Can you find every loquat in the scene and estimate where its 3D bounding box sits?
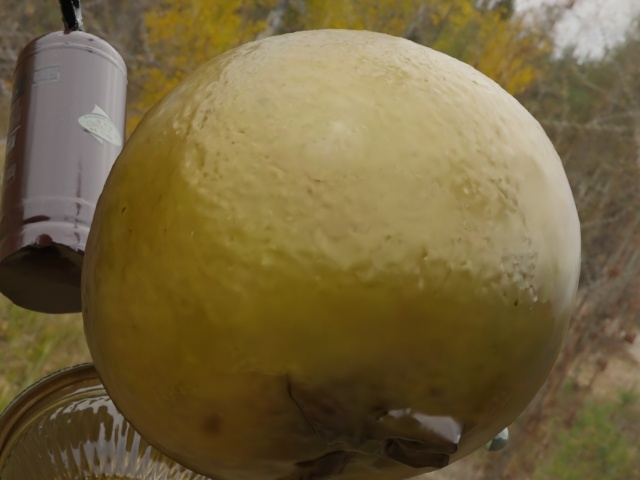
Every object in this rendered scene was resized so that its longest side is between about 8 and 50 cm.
[{"bbox_3d":[0.000,0.000,0.803,0.328,0.328,0.359,23,38,-40],"label":"loquat"}]

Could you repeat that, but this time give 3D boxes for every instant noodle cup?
[{"bbox_3d":[-0.165,0.240,1.006,0.274,0.274,0.090,27,22,-10],"label":"instant noodle cup"}]

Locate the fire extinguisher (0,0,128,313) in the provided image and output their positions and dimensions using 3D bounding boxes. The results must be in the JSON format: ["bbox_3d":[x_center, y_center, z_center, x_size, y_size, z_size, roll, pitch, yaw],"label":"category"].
[{"bbox_3d":[-0.246,-0.105,1.153,0.114,0.337,0.135,-2,-35,-4],"label":"fire extinguisher"}]

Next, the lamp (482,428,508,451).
[{"bbox_3d":[0.118,0.183,1.251,0.163,0.091,0.091,17,4,8],"label":"lamp"}]
